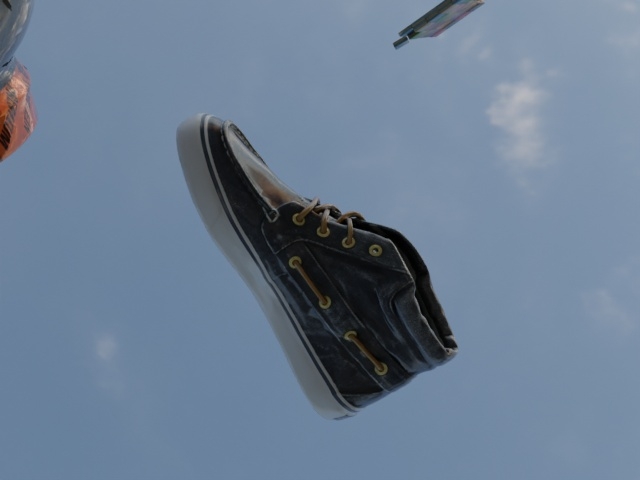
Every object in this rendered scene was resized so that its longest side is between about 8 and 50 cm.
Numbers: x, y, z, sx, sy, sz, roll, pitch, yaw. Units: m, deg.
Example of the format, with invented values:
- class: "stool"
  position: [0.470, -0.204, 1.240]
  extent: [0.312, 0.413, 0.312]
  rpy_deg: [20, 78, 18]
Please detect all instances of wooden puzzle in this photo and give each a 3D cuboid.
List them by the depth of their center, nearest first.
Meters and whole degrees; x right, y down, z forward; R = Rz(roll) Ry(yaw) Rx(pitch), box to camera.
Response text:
- class: "wooden puzzle"
  position: [0.078, -0.138, 0.923]
  extent: [0.083, 0.049, 0.006]
  rpy_deg: [-33, -97, 30]

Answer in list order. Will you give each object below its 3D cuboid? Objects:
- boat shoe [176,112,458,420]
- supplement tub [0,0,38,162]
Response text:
- class: "boat shoe"
  position: [0.000, 0.000, 0.811]
  extent: [0.083, 0.065, 0.183]
  rpy_deg: [-28, -85, 20]
- class: "supplement tub"
  position: [-0.266, -0.190, 0.745]
  extent: [0.207, 0.207, 0.338]
  rpy_deg: [-22, -63, -15]
